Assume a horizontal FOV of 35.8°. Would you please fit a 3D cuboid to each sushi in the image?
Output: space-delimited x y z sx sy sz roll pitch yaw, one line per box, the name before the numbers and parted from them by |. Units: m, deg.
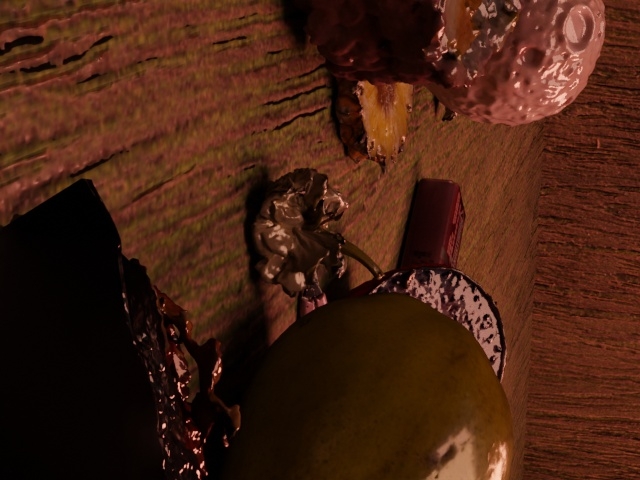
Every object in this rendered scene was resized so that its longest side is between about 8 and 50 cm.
sushi | -0.123 0.084 0.499 0.172 0.153 0.150 58 -1 -3
sushi | 0.090 -0.256 0.954 0.270 0.170 0.236 -61 139 -40

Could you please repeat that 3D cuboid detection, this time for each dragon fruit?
dragon fruit | 0.088 0.129 1.150 0.148 0.218 0.224 14 -90 67

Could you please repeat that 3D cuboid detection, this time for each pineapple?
pineapple | 0.058 -0.176 1.114 0.221 0.047 0.221 3 90 -69

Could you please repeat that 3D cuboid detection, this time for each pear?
pear | 0.036 0.192 0.858 0.307 0.253 0.253 -54 146 -44

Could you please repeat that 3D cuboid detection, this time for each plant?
plant | 0.000 0.000 0.886 0.104 0.122 0.116 -58 157 -31

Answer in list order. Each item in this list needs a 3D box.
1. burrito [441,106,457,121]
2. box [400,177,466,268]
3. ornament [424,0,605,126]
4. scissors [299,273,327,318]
burrito | 0.210 -0.267 1.521 0.051 0.042 0.171 137 -29 -72
box | 0.158 0.033 1.433 0.120 0.069 0.224 65 34 -57
ornament | 0.238 -0.268 1.298 0.225 0.259 0.259 -62 168 19
scissors | -0.006 0.084 1.023 0.039 0.012 0.113 -15 110 -24
